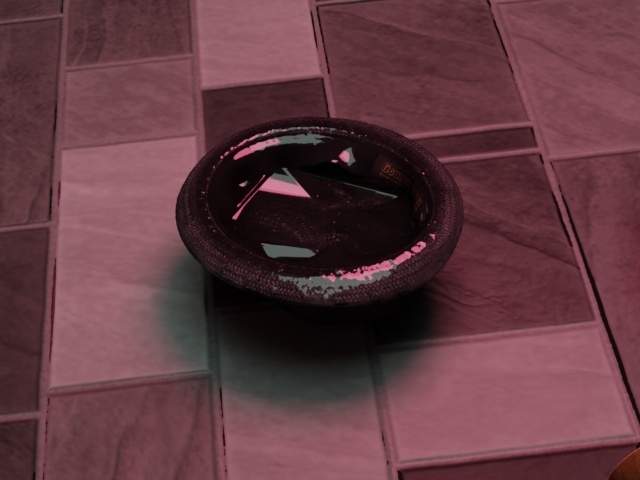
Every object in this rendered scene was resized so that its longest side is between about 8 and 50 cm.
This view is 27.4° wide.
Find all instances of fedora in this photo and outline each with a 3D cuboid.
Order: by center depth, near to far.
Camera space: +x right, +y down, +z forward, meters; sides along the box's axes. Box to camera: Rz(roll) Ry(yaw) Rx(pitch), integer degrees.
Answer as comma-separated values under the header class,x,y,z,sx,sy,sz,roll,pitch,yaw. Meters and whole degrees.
class,x,y,z,sx,sy,sz,roll,pitch,yaw
fedora,0.000,0.000,1.542,0.334,0.152,0.334,-2,45,2

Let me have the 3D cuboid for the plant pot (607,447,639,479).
class,x,y,z,sx,sy,sz,roll,pitch,yaw
plant pot,0.412,0.304,1.183,0.237,0.237,0.254,-10,60,-5
